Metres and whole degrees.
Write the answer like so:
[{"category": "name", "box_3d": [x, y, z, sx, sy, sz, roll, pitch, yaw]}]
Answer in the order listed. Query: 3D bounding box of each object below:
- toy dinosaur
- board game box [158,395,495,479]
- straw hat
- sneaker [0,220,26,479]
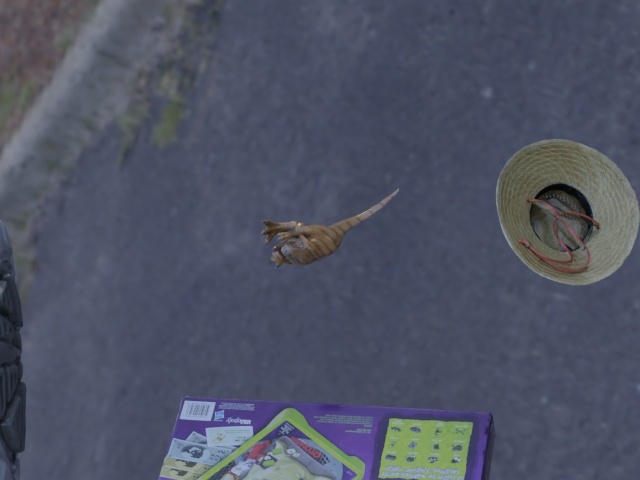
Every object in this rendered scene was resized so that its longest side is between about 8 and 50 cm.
[{"category": "toy dinosaur", "box_3d": [0.000, 0.000, 1.897, 0.112, 0.211, 0.064, 2, 111, 27]}, {"category": "board game box", "box_3d": [-0.002, 0.264, 1.743, 0.208, 0.346, 0.056, -73, -21, -44]}, {"category": "straw hat", "box_3d": [0.213, -0.014, 1.507, 0.061, 0.144, 0.144, 115, 161, -62]}, {"category": "sneaker", "box_3d": [-0.148, 0.037, 0.457, 0.232, 0.115, 0.090, 59, -152, -85]}]
